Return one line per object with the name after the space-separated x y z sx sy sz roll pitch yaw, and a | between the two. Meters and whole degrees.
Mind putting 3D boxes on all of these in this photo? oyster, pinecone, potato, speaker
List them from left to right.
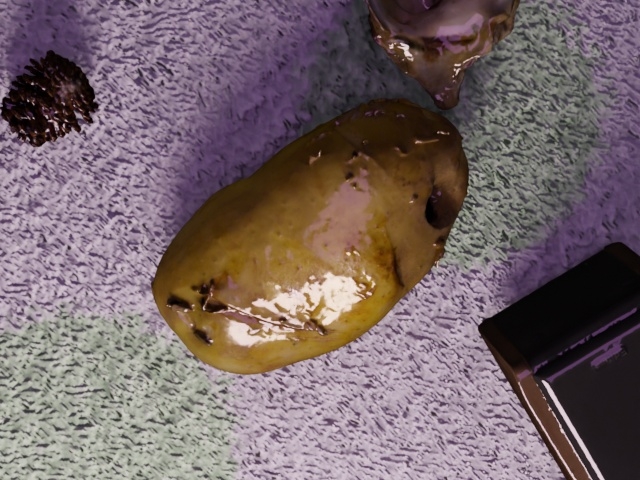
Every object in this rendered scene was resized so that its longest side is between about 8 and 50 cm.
-0.235 -0.120 1.682 0.083 0.077 0.077 -29 98 20 | pinecone
0.000 0.000 1.672 0.300 0.140 0.173 -36 93 5 | potato
0.117 -0.300 1.668 0.221 0.096 0.361 -14 97 -6 | oyster
0.266 0.147 1.682 0.153 0.192 0.231 -31 101 0 | speaker
